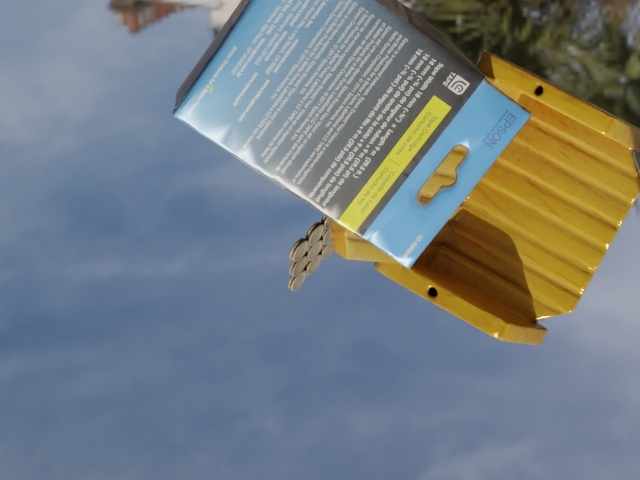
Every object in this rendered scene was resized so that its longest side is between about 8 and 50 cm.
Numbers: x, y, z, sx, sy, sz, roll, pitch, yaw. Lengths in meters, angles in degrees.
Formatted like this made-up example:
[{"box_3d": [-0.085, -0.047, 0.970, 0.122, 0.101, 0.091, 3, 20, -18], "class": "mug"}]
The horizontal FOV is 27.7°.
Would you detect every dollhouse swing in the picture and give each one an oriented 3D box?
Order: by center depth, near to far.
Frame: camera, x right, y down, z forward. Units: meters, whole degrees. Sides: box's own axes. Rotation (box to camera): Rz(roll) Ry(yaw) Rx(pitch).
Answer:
[{"box_3d": [0.236, -0.053, 1.758, 0.315, 0.347, 0.305, 30, -168, 13], "class": "dollhouse swing"}]

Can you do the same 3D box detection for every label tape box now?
[{"box_3d": [0.034, -0.160, 1.495, 0.333, 0.241, 0.106, 33, -163, -15], "class": "label tape box"}]

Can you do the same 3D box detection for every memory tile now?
[{"box_3d": [0.000, 0.000, 1.923, 0.012, 0.113, 0.148, 33, -120, 20], "class": "memory tile"}]
